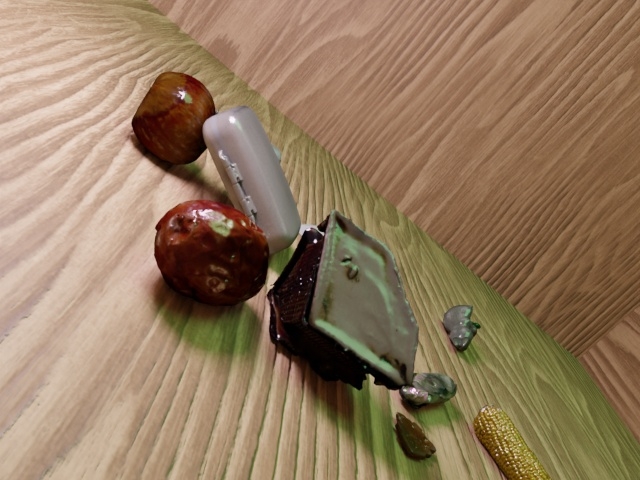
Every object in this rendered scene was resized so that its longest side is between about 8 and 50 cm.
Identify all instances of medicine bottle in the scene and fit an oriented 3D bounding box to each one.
[{"bbox_3d":[-0.167,-0.158,1.623,0.282,0.123,0.375,-75,142,-74],"label":"medicine bottle"}]

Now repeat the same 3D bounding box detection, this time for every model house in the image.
[{"bbox_3d":[0.047,0.147,1.349,0.317,0.297,0.282,34,-27,-9],"label":"model house"}]

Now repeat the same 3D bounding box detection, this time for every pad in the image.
[{"bbox_3d":[0.000,0.000,2.054,0.156,0.004,0.232,46,16,17],"label":"pad"}]

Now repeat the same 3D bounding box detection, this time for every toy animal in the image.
[{"bbox_3d":[0.490,0.327,2.224,0.236,0.138,0.108,-60,144,-51],"label":"toy animal"}]

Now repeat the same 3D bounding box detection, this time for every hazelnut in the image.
[{"bbox_3d":[-0.361,-0.313,1.617,0.218,0.234,0.218,24,-19,9],"label":"hazelnut"}]

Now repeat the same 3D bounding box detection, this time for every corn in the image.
[{"bbox_3d":[0.490,0.551,1.597,0.106,0.106,0.293,26,25,-44],"label":"corn"}]

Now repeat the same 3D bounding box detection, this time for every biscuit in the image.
[{"bbox_3d":[0.197,0.428,1.352,0.119,0.019,0.130,44,15,7],"label":"biscuit"}]

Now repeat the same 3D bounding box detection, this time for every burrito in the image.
[{"bbox_3d":[0.275,0.376,1.595,0.096,0.066,0.309,46,13,26],"label":"burrito"}]

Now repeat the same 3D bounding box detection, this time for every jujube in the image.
[{"bbox_3d":[-0.199,0.027,1.191,0.197,0.197,0.290,49,2,24],"label":"jujube"}]

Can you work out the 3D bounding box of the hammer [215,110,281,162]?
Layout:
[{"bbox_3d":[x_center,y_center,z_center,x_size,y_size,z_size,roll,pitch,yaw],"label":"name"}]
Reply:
[{"bbox_3d":[-0.290,-0.346,2.124,0.335,0.119,0.206,43,12,27],"label":"hammer"}]
